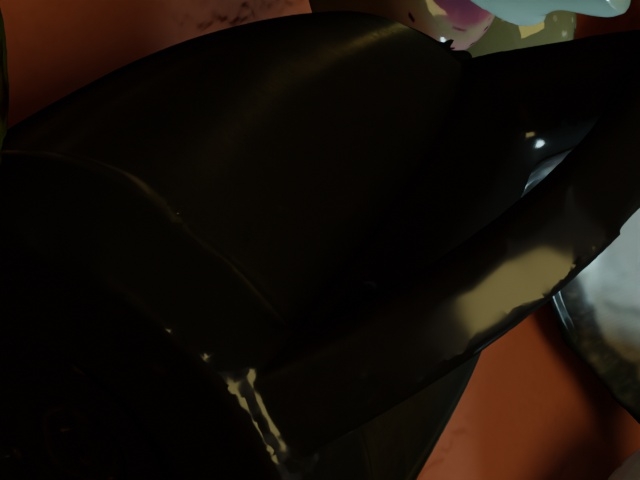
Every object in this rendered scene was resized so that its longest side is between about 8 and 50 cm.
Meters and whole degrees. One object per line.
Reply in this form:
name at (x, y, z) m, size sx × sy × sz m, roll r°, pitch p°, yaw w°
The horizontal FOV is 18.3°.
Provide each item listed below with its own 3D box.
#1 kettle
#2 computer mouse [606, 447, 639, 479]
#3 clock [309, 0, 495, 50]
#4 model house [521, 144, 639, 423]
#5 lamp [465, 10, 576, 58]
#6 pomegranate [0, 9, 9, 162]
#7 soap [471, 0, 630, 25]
kettle at (-0.015, -0.005, 0.748) m, size 0.271 × 0.207 × 0.251 m, roll -45°, pitch 170°, yaw -44°
computer mouse at (0.219, 0.252, 1.181) m, size 0.184 × 0.121 × 0.297 m, roll -41°, pitch 111°, yaw -34°
clock at (0.018, -0.254, 0.849) m, size 0.284 × 0.114 × 0.309 m, roll 32°, pitch 67°, yaw -39°
model house at (0.244, -0.075, 1.180) m, size 0.271 × 0.190 × 0.301 m, roll 51°, pitch 38°, yaw -37°
lamp at (0.060, -0.145, 0.978) m, size 0.163 × 0.091 × 0.091 m, roll 57°, pitch 48°, yaw -18°
pomegranate at (-0.178, -0.060, 0.524) m, size 0.211 × 0.263 × 0.211 m, roll 8°, pitch 70°, yaw -23°
soap at (0.087, -0.200, 0.796) m, size 0.119 × 0.066 × 0.198 m, roll 26°, pitch 74°, yaw -41°
